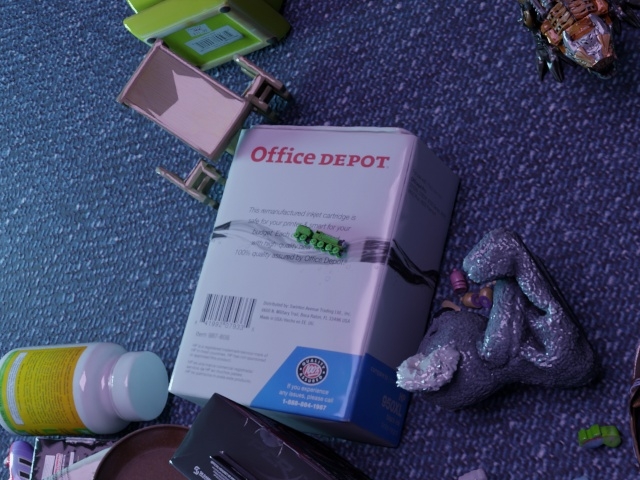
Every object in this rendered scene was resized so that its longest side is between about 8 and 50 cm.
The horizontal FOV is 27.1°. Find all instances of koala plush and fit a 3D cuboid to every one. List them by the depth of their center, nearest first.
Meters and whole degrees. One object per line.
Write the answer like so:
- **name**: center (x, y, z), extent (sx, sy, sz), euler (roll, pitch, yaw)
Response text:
- **koala plush**: center (0.206, 0.133, 1.639), extent (0.221, 0.196, 0.203), euler (-34, 66, 10)

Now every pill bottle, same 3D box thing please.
- **pill bottle**: center (-0.352, 0.220, 1.961), extent (0.246, 0.136, 0.136), euler (-6, 67, 29)

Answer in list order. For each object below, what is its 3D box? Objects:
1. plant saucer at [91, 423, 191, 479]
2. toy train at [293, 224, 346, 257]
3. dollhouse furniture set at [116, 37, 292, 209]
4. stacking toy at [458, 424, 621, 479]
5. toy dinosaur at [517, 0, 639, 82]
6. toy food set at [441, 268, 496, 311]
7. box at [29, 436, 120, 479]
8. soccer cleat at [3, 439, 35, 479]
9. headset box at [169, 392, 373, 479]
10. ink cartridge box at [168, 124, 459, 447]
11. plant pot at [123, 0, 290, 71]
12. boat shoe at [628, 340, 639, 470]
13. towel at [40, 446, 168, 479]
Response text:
- **plant saucer**: center (-0.202, 0.340, 1.741), extent (0.199, 0.036, 0.198), euler (3, 64, -6)
- **toy train**: center (0.000, 0.000, 1.713), extent (0.083, 0.017, 0.023), euler (21, 70, 34)
- **dollhouse furniture set**: center (-0.178, -0.186, 1.950), extent (0.161, 0.242, 0.212), euler (34, 89, 7)
- **stacking toy**: center (0.272, 0.319, 1.566), extent (0.221, 0.052, 0.167), euler (-25, 33, 14)
- **toy dinosaur**: center (0.320, -0.336, 1.749), extent (0.164, 0.218, 0.322), euler (-15, 63, 26)
- **toy food set**: center (0.212, 0.047, 1.770), extent (0.078, 0.019, 0.122), euler (33, 88, 36)
- **box**: center (-0.283, 0.435, 1.824), extent (0.257, 0.079, 0.322), euler (-2, 68, 14)
- **soccer cleat**: center (-0.394, 0.397, 1.953), extent (0.095, 0.083, 0.248), euler (-25, 58, 2)
- **headset box**: center (-0.029, 0.309, 1.633), extent (0.218, 0.293, 0.110), euler (31, 87, 36)
- **ink cartridge box**: center (-0.003, 0.055, 1.804), extent (0.285, 0.166, 0.394), euler (5, 73, 32)
- **plant pot**: center (-0.183, -0.400, 2.082), extent (0.228, 0.227, 0.207), euler (-18, 68, 23)
- **boat shoe**: center (0.398, 0.191, 1.567), extent (0.066, 0.066, 0.183), euler (-12, 64, 26)
- **towel**: center (-0.319, 0.457, 1.751), extent (0.324, 0.056, 0.312), euler (-23, 65, 2)
